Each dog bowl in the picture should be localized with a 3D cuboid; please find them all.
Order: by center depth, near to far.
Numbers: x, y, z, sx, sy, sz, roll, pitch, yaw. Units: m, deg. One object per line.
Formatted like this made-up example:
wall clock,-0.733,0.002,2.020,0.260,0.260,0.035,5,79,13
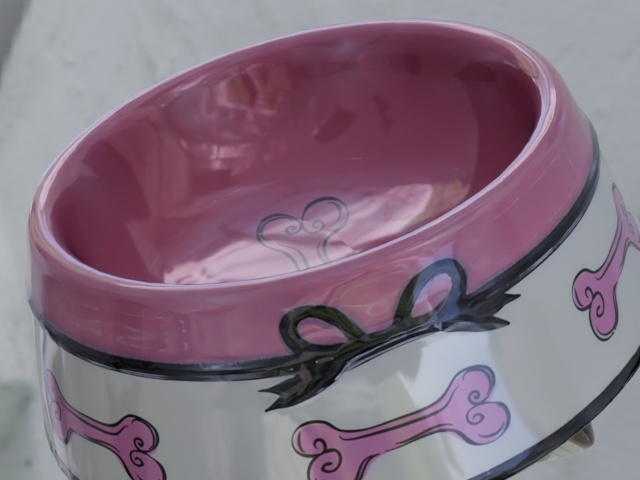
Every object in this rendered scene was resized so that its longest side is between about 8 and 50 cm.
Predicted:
dog bowl,0.000,0.000,1.166,0.408,0.408,0.150,33,-34,54

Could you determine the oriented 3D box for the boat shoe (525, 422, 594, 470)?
boat shoe,0.103,0.116,1.530,0.098,0.302,0.109,-34,-135,27
